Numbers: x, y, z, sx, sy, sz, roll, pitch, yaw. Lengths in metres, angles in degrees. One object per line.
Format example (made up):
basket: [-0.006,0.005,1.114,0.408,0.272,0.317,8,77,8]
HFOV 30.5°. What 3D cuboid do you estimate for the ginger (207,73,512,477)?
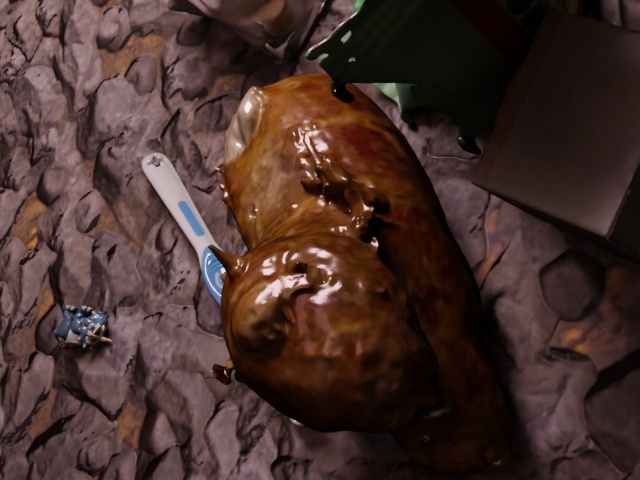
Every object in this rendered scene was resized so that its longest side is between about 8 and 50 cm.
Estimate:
ginger: [0.000,0.000,0.960,0.176,0.254,0.418,-43,48,26]

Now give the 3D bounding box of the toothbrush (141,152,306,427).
toothbrush: [-0.098,0.036,1.155,0.040,0.040,0.386,-48,48,15]

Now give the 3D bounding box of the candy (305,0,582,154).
candy: [0.109,-0.207,0.876,0.172,0.398,0.263,37,99,8]

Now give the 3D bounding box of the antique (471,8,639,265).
antique: [0.213,-0.071,0.865,0.148,0.152,0.147,25,93,38]

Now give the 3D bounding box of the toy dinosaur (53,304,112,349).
toy dinosaur: [-0.258,0.095,1.261,0.083,0.030,0.047,0,73,39]

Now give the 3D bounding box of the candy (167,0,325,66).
candy: [-0.079,-0.294,1.185,0.195,0.137,0.185,38,99,38]
